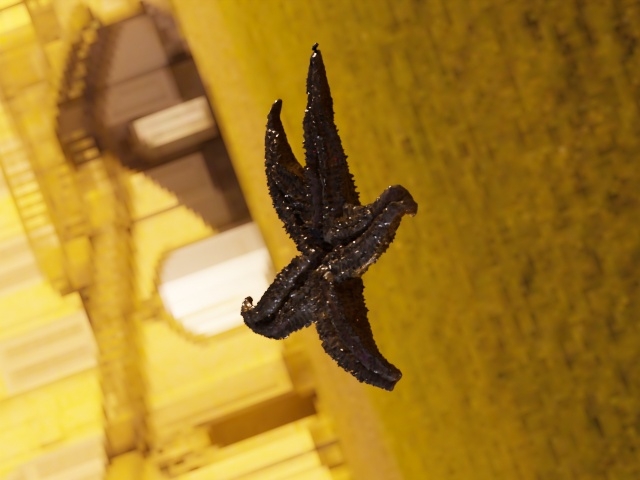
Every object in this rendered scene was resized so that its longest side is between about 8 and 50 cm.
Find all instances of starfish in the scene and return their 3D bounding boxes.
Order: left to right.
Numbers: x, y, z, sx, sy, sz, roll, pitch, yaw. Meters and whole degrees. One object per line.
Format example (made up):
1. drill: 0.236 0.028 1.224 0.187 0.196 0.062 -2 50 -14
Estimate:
1. starfish: 0.001 0.000 1.155 0.240 0.043 0.227 -42 50 54
